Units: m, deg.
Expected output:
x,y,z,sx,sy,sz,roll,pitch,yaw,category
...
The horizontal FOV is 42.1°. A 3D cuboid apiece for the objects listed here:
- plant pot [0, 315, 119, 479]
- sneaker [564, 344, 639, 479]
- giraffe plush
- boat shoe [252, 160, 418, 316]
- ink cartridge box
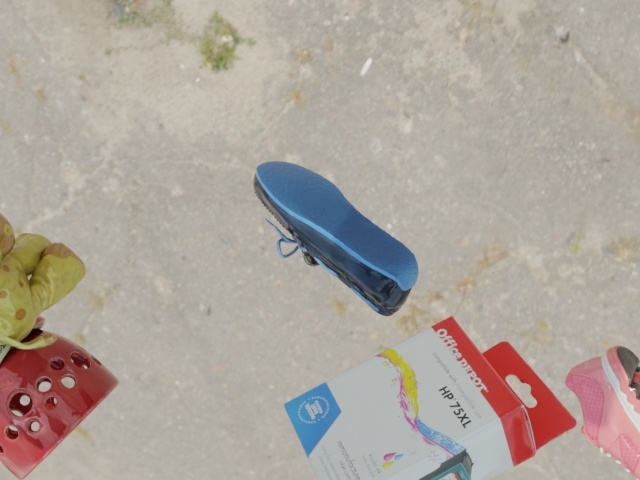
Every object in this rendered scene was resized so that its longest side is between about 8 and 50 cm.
x,y,z,sx,sy,sz,roll,pitch,yaw,category
-0.412,0.213,1.181,0.174,0.191,0.191,46,132,-5,plant pot
0.533,0.339,1.446,0.136,0.116,0.314,-25,89,33,sneaker
-0.415,0.036,1.021,0.181,0.210,0.171,-10,135,10,giraffe plush
0.000,0.000,1.000,0.258,0.109,0.089,45,138,34,boat shoe
0.099,0.161,0.761,0.231,0.134,0.078,-27,129,-6,ink cartridge box
